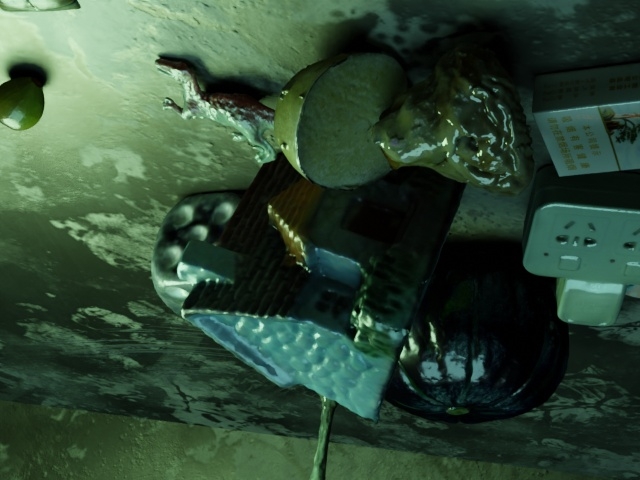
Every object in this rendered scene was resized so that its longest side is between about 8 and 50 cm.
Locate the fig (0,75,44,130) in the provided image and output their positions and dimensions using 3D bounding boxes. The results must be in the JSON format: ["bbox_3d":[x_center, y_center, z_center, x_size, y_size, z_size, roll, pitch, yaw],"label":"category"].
[{"bbox_3d":[-0.426,-0.199,1.462,0.074,0.074,0.088,27,128,-32],"label":"fig"}]

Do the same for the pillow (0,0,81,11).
[{"bbox_3d":[-0.366,-0.333,1.190,0.113,0.038,0.203,3,153,15],"label":"pillow"}]

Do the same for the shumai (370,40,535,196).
[{"bbox_3d":[0.156,-0.127,1.240,0.176,0.166,0.206,-24,128,5],"label":"shumai"}]

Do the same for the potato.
[{"bbox_3d":[0.017,-0.163,1.314,0.202,0.182,0.117,-15,-150,-38],"label":"potato"}]

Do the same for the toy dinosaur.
[{"bbox_3d":[-0.100,-0.173,1.410,0.242,0.053,0.167,13,149,13],"label":"toy dinosaur"}]

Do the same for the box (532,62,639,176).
[{"bbox_3d":[0.394,-0.152,1.267,0.233,0.067,0.149,-4,152,26],"label":"box"}]

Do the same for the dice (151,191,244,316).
[{"bbox_3d":[-0.162,0.035,1.723,0.182,0.183,0.182,-3,150,28],"label":"dice"}]

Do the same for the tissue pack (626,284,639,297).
[{"bbox_3d":[0.537,0.055,1.656,0.074,0.058,0.094,10,155,-4],"label":"tissue pack"}]

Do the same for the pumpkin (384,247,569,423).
[{"bbox_3d":[0.243,0.167,1.761,0.364,0.266,0.363,5,152,2],"label":"pumpkin"}]

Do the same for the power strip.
[{"bbox_3d":[0.418,-0.004,1.537,0.230,0.141,0.261,6,140,5],"label":"power strip"}]

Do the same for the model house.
[{"bbox_3d":[0.000,0.000,1.449,0.339,0.360,0.297,20,146,9],"label":"model house"}]

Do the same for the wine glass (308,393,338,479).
[{"bbox_3d":[0.018,0.333,2.026,0.267,0.406,0.267,7,152,4],"label":"wine glass"}]
